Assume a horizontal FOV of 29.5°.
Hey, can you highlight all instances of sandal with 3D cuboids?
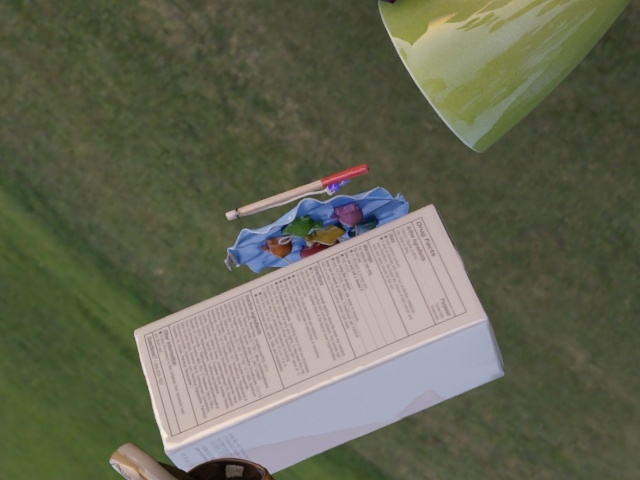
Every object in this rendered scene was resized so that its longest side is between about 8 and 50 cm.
[{"bbox_3d":[-0.059,0.163,0.792,0.072,0.049,0.180,15,163,48],"label":"sandal"}]

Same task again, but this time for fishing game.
[{"bbox_3d":[0.000,0.000,1.202,0.264,0.189,0.041,58,-166,-71],"label":"fishing game"}]

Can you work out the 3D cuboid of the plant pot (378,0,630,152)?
[{"bbox_3d":[0.280,-0.320,1.741,0.275,0.293,0.275,47,-158,-26],"label":"plant pot"}]

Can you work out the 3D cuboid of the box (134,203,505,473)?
[{"bbox_3d":[0.000,0.105,1.143,0.121,0.311,0.148,65,-176,-53],"label":"box"}]

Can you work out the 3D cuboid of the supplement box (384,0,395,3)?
[{"bbox_3d":[0.000,-0.388,1.601,0.130,0.073,0.239,17,180,32],"label":"supplement box"}]
